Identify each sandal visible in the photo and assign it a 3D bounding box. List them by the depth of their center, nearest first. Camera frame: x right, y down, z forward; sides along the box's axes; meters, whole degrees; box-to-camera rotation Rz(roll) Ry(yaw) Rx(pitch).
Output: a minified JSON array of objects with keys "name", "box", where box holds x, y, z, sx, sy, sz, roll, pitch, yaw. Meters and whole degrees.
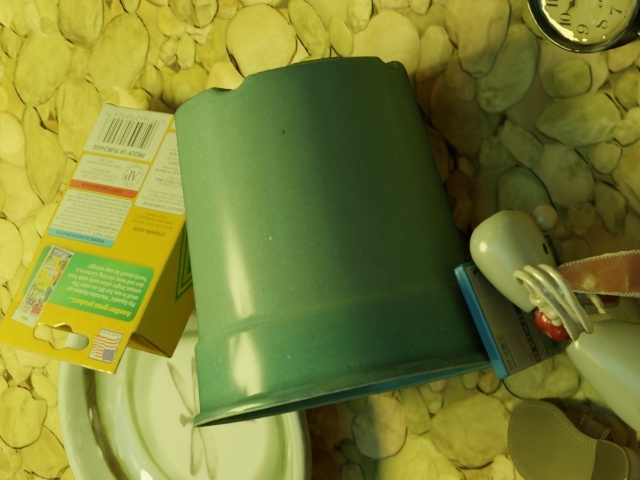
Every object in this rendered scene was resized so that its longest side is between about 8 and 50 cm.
[{"name":"sandal","box":[0.281,0.228,1.813,0.240,0.079,0.088,18,92,67]}]

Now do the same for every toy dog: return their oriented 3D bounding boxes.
[{"name":"toy dog","box":[0.312,0.079,1.698,0.334,0.161,0.220,49,173,-16]}]

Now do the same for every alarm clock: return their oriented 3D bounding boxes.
[{"name":"alarm clock","box":[0.253,-0.254,1.734,0.192,0.064,0.129,12,108,34]}]

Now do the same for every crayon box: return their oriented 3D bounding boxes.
[{"name":"crayon box","box":[-0.225,0.007,2.055,0.203,0.083,0.323,11,70,36]}]

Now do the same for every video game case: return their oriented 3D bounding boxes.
[{"name":"video game case","box":[0.206,0.065,1.779,0.015,0.166,0.119,-26,84,39]}]

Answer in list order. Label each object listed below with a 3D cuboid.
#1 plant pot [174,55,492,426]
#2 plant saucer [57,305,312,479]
[{"name":"plant pot","box":[0.000,0.000,1.844,0.341,0.341,0.334,-18,82,40]},{"name":"plant saucer","box":[-0.148,0.221,2.141,0.400,0.100,0.400,11,108,37]}]
